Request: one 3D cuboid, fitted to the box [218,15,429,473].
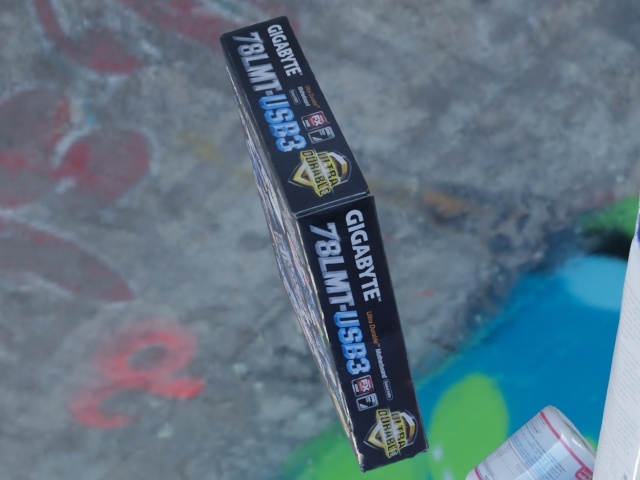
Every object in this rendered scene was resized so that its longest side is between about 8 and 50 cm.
[{"bbox_3d":[0.000,0.000,1.260,0.073,0.295,0.293,-18,128,-4],"label":"box"}]

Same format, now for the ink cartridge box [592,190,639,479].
[{"bbox_3d":[0.237,0.031,0.642,0.223,0.045,0.224,-14,133,-12],"label":"ink cartridge box"}]

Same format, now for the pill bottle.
[{"bbox_3d":[0.211,0.255,1.522,0.160,0.087,0.087,-42,136,8],"label":"pill bottle"}]
